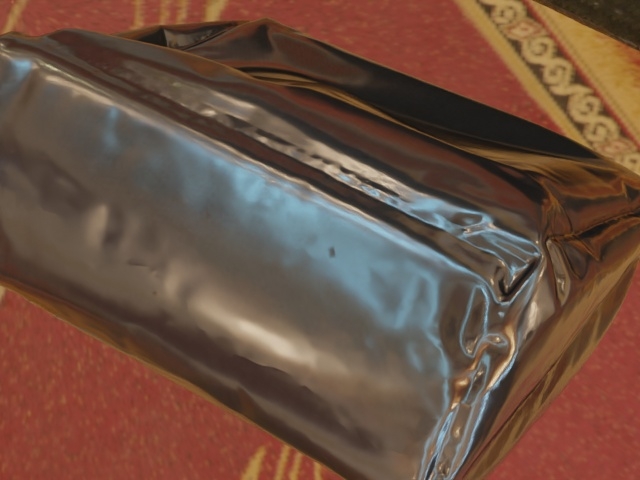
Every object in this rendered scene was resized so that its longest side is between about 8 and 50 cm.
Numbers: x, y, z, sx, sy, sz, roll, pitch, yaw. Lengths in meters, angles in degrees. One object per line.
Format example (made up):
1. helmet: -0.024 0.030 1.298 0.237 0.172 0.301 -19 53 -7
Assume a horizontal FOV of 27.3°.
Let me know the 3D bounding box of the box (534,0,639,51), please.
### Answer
1. box: 0.166 -0.256 0.855 0.143 0.273 0.184 -28 140 -48

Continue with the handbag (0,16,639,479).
1. handbag: -0.001 0.003 0.678 0.302 0.275 0.177 25 106 22
